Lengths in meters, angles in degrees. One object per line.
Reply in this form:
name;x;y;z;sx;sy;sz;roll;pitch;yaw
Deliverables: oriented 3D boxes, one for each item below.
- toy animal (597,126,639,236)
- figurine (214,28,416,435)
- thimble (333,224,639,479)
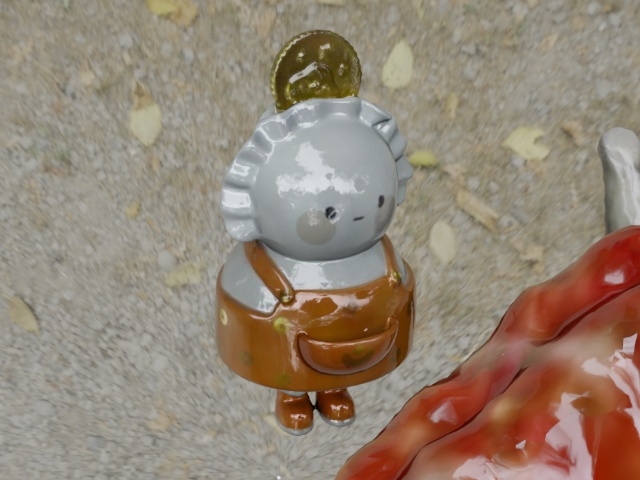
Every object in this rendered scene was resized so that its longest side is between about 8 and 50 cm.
toy animal;0.315;0.102;1.080;0.194;0.303;0.344;1;57;6
figurine;-0.004;-0.001;0.809;0.143;0.143;0.271;-6;102;-3
thimble;0.132;0.139;0.217;0.350;0.350;0.231;-43;105;-9
